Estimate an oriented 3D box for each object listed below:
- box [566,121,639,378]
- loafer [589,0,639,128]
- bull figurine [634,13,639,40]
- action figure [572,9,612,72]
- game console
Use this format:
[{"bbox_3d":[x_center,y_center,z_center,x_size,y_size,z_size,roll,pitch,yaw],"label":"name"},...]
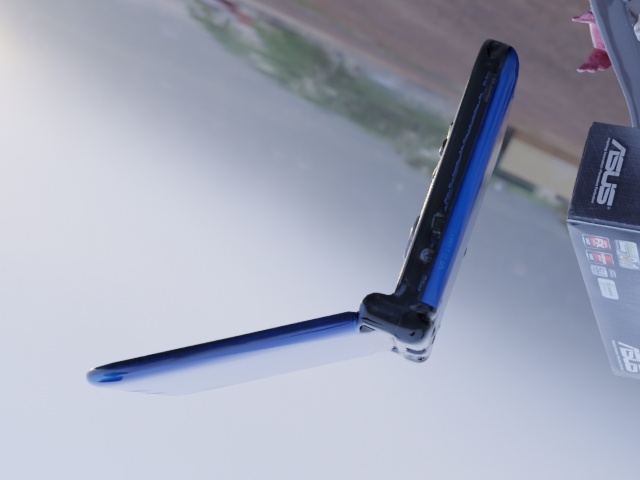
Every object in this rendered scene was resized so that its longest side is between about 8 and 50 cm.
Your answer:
[{"bbox_3d":[0.232,0.026,0.869,0.183,0.056,0.231,11,161,19],"label":"box"},{"bbox_3d":[0.296,-0.099,1.215,0.130,0.134,0.366,2,132,42],"label":"loafer"},{"bbox_3d":[0.309,-0.217,0.995,0.310,0.188,0.101,-7,139,43],"label":"bull figurine"},{"bbox_3d":[0.394,-0.218,1.501,0.276,0.370,0.248,57,169,30],"label":"action figure"},{"bbox_3d":[0.000,0.000,1.042,0.173,0.250,0.293,19,175,5],"label":"game console"}]
